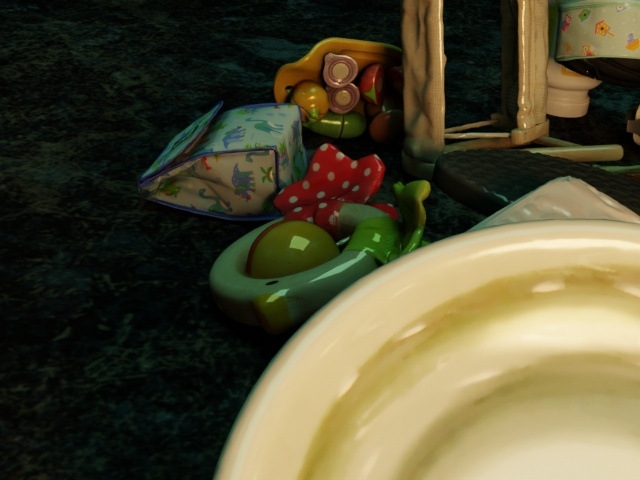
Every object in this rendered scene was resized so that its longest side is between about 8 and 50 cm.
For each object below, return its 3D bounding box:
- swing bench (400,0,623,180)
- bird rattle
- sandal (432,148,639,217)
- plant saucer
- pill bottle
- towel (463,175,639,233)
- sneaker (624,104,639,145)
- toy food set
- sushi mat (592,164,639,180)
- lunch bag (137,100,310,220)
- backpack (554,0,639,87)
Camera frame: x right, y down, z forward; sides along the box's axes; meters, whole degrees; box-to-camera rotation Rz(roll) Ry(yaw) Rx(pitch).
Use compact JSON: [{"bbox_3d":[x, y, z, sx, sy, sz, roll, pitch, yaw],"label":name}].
[{"bbox_3d":[0.194,-0.213,1.259,0.254,0.253,0.165,-7,16,-22],"label":"swing bench"},{"bbox_3d":[0.000,0.000,0.952,0.206,0.143,0.253,-24,32,-20],"label":"bird rattle"},{"bbox_3d":[0.306,0.020,1.019,0.445,0.107,0.167,14,22,-12],"label":"sandal"},{"bbox_3d":[0.142,0.173,0.529,0.400,0.101,0.401,2,53,-3],"label":"plant saucer"},{"bbox_3d":[0.338,-0.264,1.509,0.103,0.184,0.103,5,25,-2],"label":"pill bottle"},{"bbox_3d":[0.219,0.100,0.741,0.332,0.053,0.317,39,42,22],"label":"towel"},{"bbox_3d":[0.455,-0.129,1.354,0.153,0.094,0.235,-3,26,-15],"label":"sneaker"},{"bbox_3d":[0.056,-0.165,1.328,0.217,0.128,0.071,2,45,-20],"label":"toy food set"},{"bbox_3d":[0.374,-0.064,1.150,0.151,0.019,0.316,8,3,1],"label":"sushi mat"},{"bbox_3d":[-0.098,-0.082,1.145,0.151,0.096,0.129,-4,25,14],"label":"lunch bag"},{"bbox_3d":[0.384,-0.258,1.374,0.188,0.145,0.166,-4,9,-19],"label":"backpack"}]
